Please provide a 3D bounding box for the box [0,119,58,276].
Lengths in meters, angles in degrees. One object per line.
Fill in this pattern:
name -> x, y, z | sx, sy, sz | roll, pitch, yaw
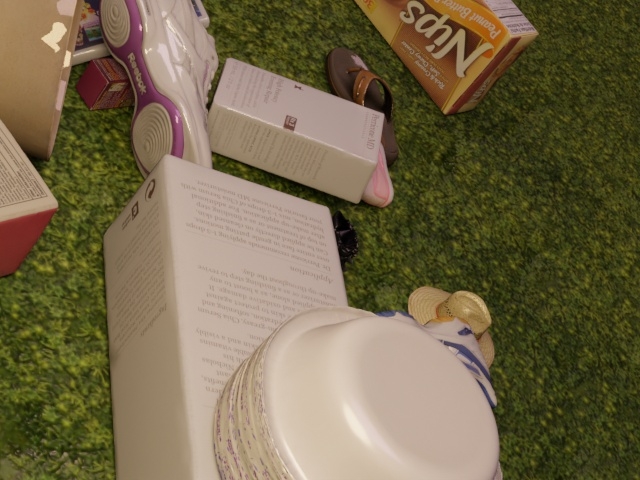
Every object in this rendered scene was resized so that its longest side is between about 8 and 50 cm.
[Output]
box -> -0.411, -0.031, 1.385 | 0.232, 0.127, 0.149 | -18, 66, -48

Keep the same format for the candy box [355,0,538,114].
candy box -> 0.182, -0.381, 2.208 | 0.087, 0.183, 0.316 | -18, 65, -48

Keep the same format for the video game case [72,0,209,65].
video game case -> -0.271, -0.325, 1.811 | 0.201, 0.023, 0.183 | -18, 61, -14

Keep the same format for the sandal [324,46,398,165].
sandal -> 0.072, -0.208, 2.040 | 0.090, 0.060, 0.219 | 11, 46, -33

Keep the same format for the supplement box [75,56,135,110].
supplement box -> -0.260, -0.201, 1.749 | 0.083, 0.055, 0.043 | -13, 61, -48

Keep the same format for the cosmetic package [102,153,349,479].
cosmetic package -> -0.089, 0.147, 1.457 | 0.230, 0.161, 0.453 | 18, 42, -29

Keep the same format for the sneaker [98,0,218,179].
sneaker -> -0.169, -0.188, 1.705 | 0.152, 0.114, 0.305 | -11, 86, -47

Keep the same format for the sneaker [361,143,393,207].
sneaker -> 0.054, -0.110, 1.932 | 0.070, 0.051, 0.134 | 11, 50, -41

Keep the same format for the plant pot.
plant pot -> -0.413, -0.241, 1.528 | 0.274, 0.256, 0.256 | 12, 43, -10

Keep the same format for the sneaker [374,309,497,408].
sneaker -> 0.110, 0.164, 1.650 | 0.296, 0.112, 0.131 | 0, 55, -44

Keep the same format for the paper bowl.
paper bowl -> 0.054, 0.187, 1.292 | 0.284, 0.148, 0.284 | 26, 38, -23

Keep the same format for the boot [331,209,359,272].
boot -> -0.001, 0.000, 1.734 | 0.045, 0.099, 0.121 | 13, 45, -34

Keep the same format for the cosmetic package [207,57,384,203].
cosmetic package -> -0.036, -0.147, 1.831 | 0.231, 0.085, 0.117 | 18, 41, -7

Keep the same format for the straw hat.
straw hat -> 0.191, 0.103, 1.829 | 0.144, 0.061, 0.144 | 24, 39, -21
